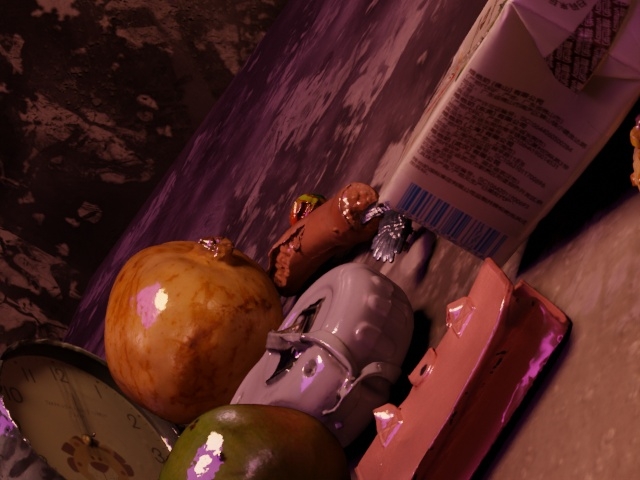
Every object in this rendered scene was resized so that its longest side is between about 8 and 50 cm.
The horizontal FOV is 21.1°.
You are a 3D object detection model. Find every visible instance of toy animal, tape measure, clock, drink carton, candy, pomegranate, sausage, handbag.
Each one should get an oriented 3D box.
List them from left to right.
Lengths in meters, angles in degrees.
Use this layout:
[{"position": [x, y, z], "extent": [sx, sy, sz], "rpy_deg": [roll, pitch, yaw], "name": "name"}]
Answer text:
[{"position": [-0.280, 0.245, 2.075], "extent": [0.061, 0.312, 0.312], "rpy_deg": [-48, 15, 19], "name": "clock"}, {"position": [-0.152, 0.103, 2.089], "extent": [0.248, 0.248, 0.248], "rpy_deg": [-55, 12, 18], "name": "pomegranate"}, {"position": [-0.037, 0.233, 1.450], "extent": [0.224, 0.181, 0.181], "rpy_deg": [18, 76, 54], "name": "pomegranate"}, {"position": [-0.039, 0.033, 2.248], "extent": [0.060, 0.060, 0.201], "rpy_deg": [-163, 95, -78], "name": "candy"}, {"position": [0.000, 0.001, 2.074], "extent": [0.304, 0.078, 0.078], "rpy_deg": [-38, 24, 60], "name": "sausage"}, {"position": [0.007, 0.117, 1.652], "extent": [0.236, 0.120, 0.197], "rpy_deg": [-35, 25, 55], "name": "tape measure"}, {"position": [0.092, -0.038, 1.807], "extent": [0.108, 0.062, 0.220], "rpy_deg": [-47, 11, 48], "name": "toy animal"}, {"position": [0.104, 0.124, 1.363], "extent": [0.212, 0.059, 0.157], "rpy_deg": [-59, 12, 7], "name": "handbag"}, {"position": [0.180, -0.139, 1.395], "extent": [0.194, 0.132, 0.324], "rpy_deg": [-63, 1, -31], "name": "drink carton"}]

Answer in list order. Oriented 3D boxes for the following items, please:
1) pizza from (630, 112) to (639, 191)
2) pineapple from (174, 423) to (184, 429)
[{"position": [0.260, -0.079, 1.213], "extent": [0.127, 0.058, 0.246], "rpy_deg": [-53, 15, 29], "name": "pizza"}, {"position": [-0.232, 0.290, 2.413], "extent": [0.124, 0.058, 0.058], "rpy_deg": [-46, 13, 3], "name": "pineapple"}]
